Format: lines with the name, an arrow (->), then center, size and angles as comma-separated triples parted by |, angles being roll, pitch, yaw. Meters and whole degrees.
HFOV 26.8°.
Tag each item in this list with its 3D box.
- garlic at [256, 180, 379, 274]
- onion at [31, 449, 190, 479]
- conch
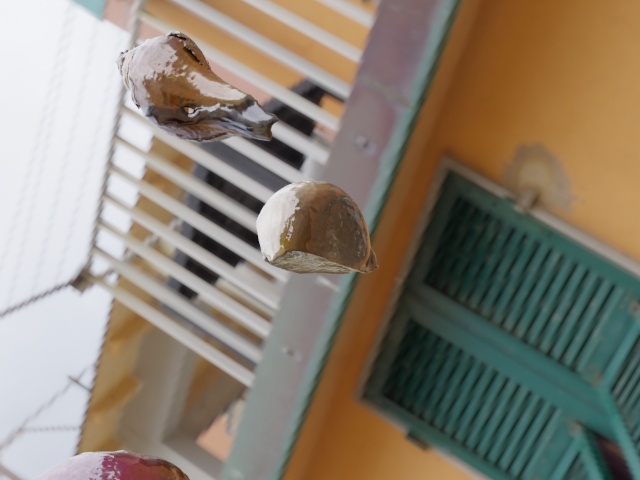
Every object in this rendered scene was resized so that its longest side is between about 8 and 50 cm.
garlic -> -0.006, -0.014, 1.504 | 0.196, 0.087, 0.101 | 15, -118, -59
onion -> -0.290, 0.494, 1.901 | 0.348, 0.385, 0.347 | -10, -47, -11
conch -> -0.131, -0.139, 1.268 | 0.080, 0.232, 0.086 | -9, -50, -31
